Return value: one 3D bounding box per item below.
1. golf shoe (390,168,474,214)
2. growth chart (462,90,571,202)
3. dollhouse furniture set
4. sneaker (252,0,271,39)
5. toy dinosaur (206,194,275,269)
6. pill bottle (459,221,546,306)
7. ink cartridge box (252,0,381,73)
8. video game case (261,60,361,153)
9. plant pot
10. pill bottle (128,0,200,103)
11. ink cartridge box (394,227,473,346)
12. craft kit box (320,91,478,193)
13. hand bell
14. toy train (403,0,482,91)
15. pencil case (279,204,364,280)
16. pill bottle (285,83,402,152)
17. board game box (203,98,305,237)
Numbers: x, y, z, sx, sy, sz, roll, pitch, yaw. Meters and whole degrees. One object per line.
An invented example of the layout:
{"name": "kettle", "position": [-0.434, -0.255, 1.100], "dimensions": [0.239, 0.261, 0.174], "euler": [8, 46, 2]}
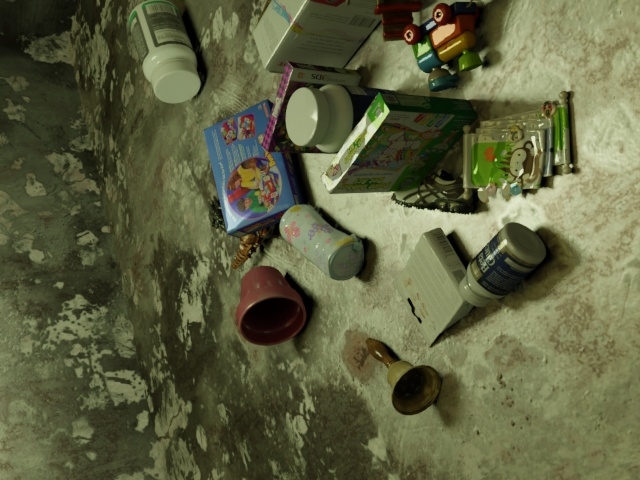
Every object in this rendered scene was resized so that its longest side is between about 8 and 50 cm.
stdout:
{"name": "golf shoe", "position": [0.242, -0.108, 1.348], "dimensions": [0.198, 0.077, 0.093], "euler": [8, 96, 40]}
{"name": "growth chart", "position": [0.365, -0.166, 1.187], "dimensions": [0.237, 0.021, 0.171], "euler": [-11, 84, 45]}
{"name": "dollhouse furniture set", "position": [0.176, -0.509, 1.273], "dimensions": [0.259, 0.262, 0.135], "euler": [-122, 27, -87]}
{"name": "sneaker", "position": [-0.073, -0.628, 1.741], "dimensions": [0.099, 0.153, 0.282], "euler": [-14, 52, 57]}
{"name": "toy dinosaur", "position": [-0.240, -0.051, 1.983], "dimensions": [0.218, 0.164, 0.322], "euler": [37, 101, 27]}
{"name": "pill bottle", "position": [0.341, 0.052, 1.200], "dimensions": [0.169, 0.094, 0.094], "euler": [-57, 49, 40]}
{"name": "ink cartridge box", "position": [0.005, -0.543, 1.509], "dimensions": [0.306, 0.226, 0.131], "euler": [-40, 60, 48]}
{"name": "video game case", "position": [-0.023, -0.327, 1.583], "dimensions": [0.042, 0.210, 0.232], "euler": [51, 132, 39]}
{"name": "plant pot", "position": [-0.157, 0.179, 1.856], "dimensions": [0.180, 0.201, 0.201], "euler": [-112, 36, -49]}
{"name": "pill bottle", "position": [-0.578, -0.703, 2.341], "dimensions": [0.204, 0.204, 0.361], "euler": [-49, 54, 45]}
{"name": "ink cartridge box", "position": [0.253, 0.108, 1.389], "dimensions": [0.224, 0.056, 0.181], "euler": [105, 145, -55]}
{"name": "craft kit box", "position": [0.160, -0.194, 1.300], "dimensions": [0.246, 0.250, 0.061], "euler": [-50, 55, 45]}
{"name": "hand bell", "position": [0.166, 0.292, 1.486], "dimensions": [0.242, 0.126, 0.126], "euler": [-140, 54, -60]}
{"name": "toy train", "position": [0.286, -0.402, 1.240], "dimensions": [0.248, 0.105, 0.143], "euler": [-18, 89, 54]}
{"name": "pencil case", "position": [0.000, 0.000, 1.666], "dimensions": [0.273, 0.114, 0.124], "euler": [36, 111, 48]}
{"name": "pill bottle", "position": [0.065, -0.271, 1.414], "dimensions": [0.153, 0.265, 0.153], "euler": [9, 101, 55]}
{"name": "board game box", "position": [-0.199, -0.211, 1.860], "dimensions": [0.233, 0.078, 0.347], "euler": [-21, 73, 20]}
